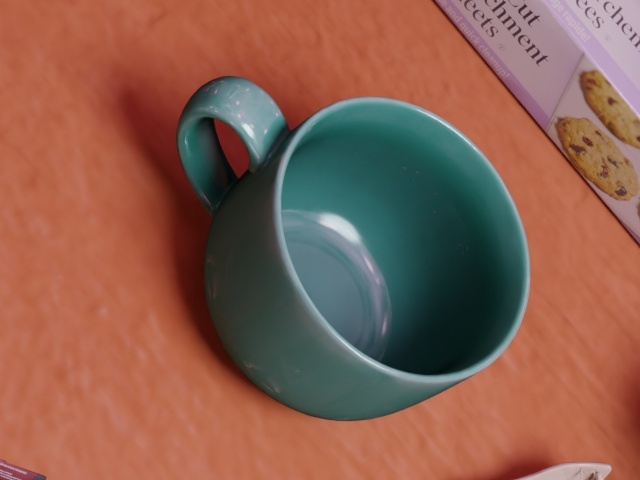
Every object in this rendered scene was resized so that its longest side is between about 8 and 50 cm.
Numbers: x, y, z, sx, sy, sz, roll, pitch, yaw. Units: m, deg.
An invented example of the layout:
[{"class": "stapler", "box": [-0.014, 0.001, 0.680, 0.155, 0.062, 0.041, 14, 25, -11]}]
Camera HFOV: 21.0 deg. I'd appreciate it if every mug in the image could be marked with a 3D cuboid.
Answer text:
[{"class": "mug", "box": [0.008, 0.002, 0.770, 0.129, 0.097, 0.158, -13, 77, -35]}]

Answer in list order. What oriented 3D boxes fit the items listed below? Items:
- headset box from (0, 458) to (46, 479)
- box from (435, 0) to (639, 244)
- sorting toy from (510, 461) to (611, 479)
[{"class": "headset box", "box": [-0.131, 0.108, 0.603, 0.062, 0.032, 0.083, 26, 43, -33]}, {"class": "box", "box": [0.167, -0.066, 0.918, 0.324, 0.067, 0.063, 50, 53, -5]}, {"class": "sorting toy", "box": [0.095, 0.144, 0.800, 0.075, 0.045, 0.083, 11, 65, -20]}]
